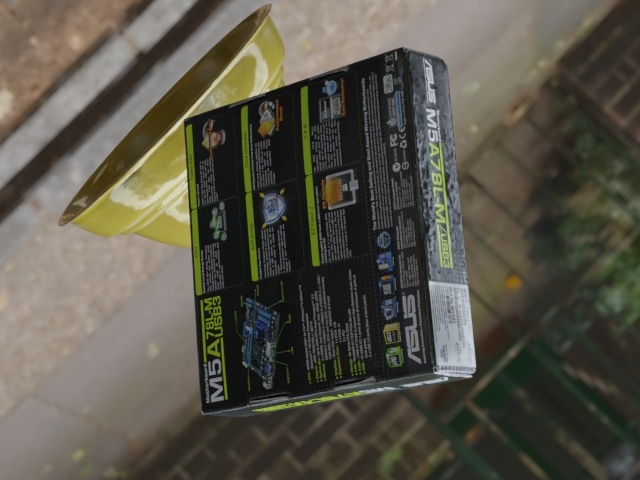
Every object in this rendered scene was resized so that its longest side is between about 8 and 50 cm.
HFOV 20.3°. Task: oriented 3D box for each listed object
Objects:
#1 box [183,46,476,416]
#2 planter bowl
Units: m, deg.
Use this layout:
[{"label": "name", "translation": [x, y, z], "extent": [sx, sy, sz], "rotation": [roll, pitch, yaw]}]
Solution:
[{"label": "box", "translation": [0.000, 0.000, 1.059], "extent": [0.184, 0.190, 0.045], "rotation": [-16, 164, 42]}, {"label": "planter bowl", "translation": [-0.080, -0.061, 1.272], "extent": [0.217, 0.090, 0.217], "rotation": [-45, -168, 12]}]
